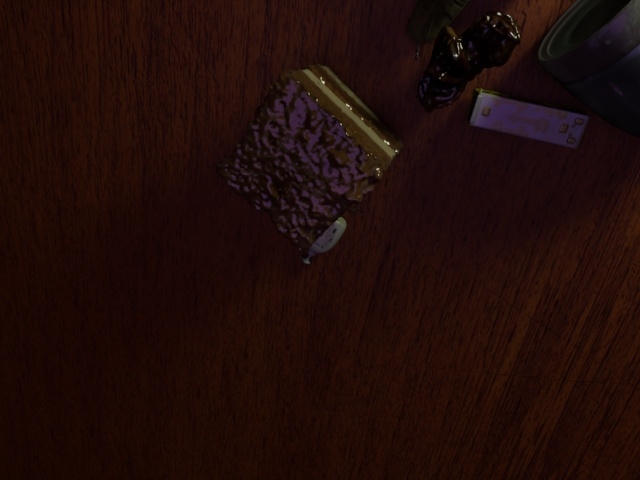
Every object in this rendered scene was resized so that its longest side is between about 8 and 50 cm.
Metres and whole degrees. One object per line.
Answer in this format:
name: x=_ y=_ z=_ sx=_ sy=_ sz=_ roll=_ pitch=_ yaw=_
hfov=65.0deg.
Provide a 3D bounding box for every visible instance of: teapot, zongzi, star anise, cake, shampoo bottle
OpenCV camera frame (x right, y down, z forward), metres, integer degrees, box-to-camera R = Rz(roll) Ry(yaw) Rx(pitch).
teapot: x=0.599 y=-0.334 z=0.879 sx=0.312 sy=0.233 sz=0.315 roll=38 pitch=89 yaw=-13
zongzi: x=0.207 y=-0.428 z=0.923 sx=0.081 sy=0.178 sz=0.189 roll=41 pitch=117 yaw=1
star anise: x=0.264 y=-0.343 z=0.940 sx=0.220 sy=0.190 sz=0.126 roll=-36 pitch=106 yaw=24
cake: x=-0.015 y=-0.181 z=1.025 sx=0.282 sy=0.290 sz=0.256 roll=43 pitch=115 yaw=-7
shampoo bottle: x=0.000 y=0.000 z=1.240 sx=0.077 sy=0.045 sz=0.151 roll=29 pitch=115 yaw=-4

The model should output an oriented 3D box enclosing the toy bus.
toy bus: x=0.414 y=-0.246 z=1.018 sx=0.227 sy=0.074 sz=0.081 roll=15 pitch=117 yaw=5
